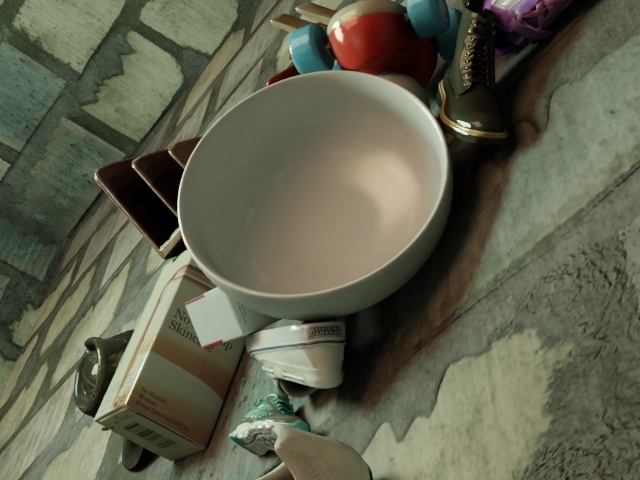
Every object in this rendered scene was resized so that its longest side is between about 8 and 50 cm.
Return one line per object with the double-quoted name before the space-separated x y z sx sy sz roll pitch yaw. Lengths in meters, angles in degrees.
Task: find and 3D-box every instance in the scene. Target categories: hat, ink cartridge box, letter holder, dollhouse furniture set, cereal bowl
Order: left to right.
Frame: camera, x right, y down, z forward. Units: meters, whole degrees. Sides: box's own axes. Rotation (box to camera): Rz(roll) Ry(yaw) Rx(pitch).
"hat" -0.362 0.238 1.698 0.331 0.134 0.331 -168 90 -75
"letter holder" -0.219 -0.117 1.691 0.152 0.214 0.302 -48 -12 24
"ink cartridge box" -0.076 0.077 1.306 0.175 0.072 0.127 -21 -3 -35
"dollhouse furniture set" -0.020 -0.272 1.609 0.259 0.135 0.262 -41 -33 -48
"cereal bowl" 0.002 -0.043 1.204 0.339 0.141 0.339 -7 58 11

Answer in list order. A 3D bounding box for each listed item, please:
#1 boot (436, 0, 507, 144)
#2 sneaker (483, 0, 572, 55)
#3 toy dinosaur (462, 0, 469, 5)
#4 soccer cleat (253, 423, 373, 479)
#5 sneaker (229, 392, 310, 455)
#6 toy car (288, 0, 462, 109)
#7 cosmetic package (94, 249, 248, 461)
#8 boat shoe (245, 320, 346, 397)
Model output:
"boot" 0.189 -0.208 1.167 0.198 0.077 0.137 -109 26 -60
"sneaker" 0.271 -0.297 1.190 0.236 0.095 0.104 -21 46 67
"toy dinosaur" 0.275 -0.435 1.369 0.218 0.164 0.322 -32 10 22
"soccer cleat" -0.082 0.327 0.973 0.331 0.143 0.116 -55 20 6
"sneaker" -0.058 0.223 1.204 0.166 0.065 0.076 -20 37 57
"toy car" 0.101 -0.203 1.358 0.219 0.210 0.238 -14 77 22
"cosmetic package" -0.216 0.177 1.517 0.129 0.153 0.296 -31 33 49
"boat shoe" -0.029 0.154 1.207 0.267 0.096 0.088 156 110 -66
